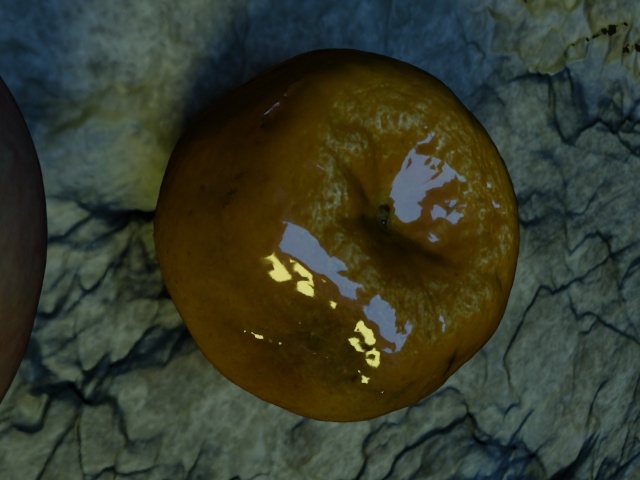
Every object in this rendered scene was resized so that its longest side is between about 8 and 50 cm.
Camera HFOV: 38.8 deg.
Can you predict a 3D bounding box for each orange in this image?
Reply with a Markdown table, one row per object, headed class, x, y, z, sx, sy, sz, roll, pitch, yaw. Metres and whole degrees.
| class | x | y | z | sx | sy | sz | roll | pitch | yaw |
| --- | --- | --- | --- | --- | --- | --- | --- | --- | --- |
| orange | 0.000 | 0.000 | 0.617 | 0.249 | 0.183 | 0.248 | 3 | 83 | -28 |

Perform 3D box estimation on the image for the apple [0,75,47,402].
| class | x | y | z | sx | sy | sz | roll | pitch | yaw |
| --- | --- | --- | --- | --- | --- | --- | --- | --- | --- |
| apple | -0.288 | 0.010 | 0.376 | 0.345 | 0.269 | 0.344 | -10 | 109 | -31 |
